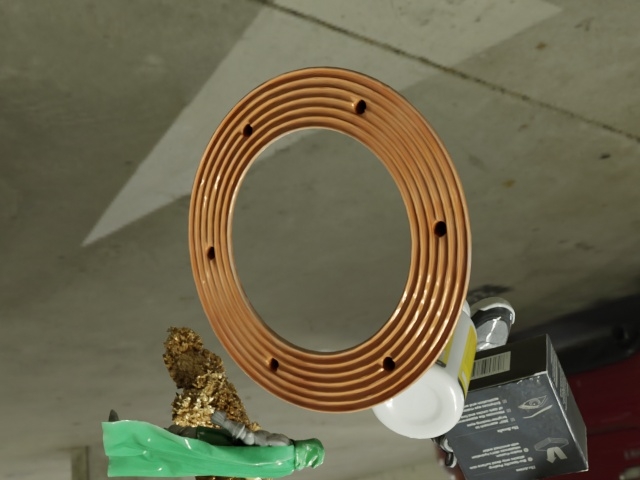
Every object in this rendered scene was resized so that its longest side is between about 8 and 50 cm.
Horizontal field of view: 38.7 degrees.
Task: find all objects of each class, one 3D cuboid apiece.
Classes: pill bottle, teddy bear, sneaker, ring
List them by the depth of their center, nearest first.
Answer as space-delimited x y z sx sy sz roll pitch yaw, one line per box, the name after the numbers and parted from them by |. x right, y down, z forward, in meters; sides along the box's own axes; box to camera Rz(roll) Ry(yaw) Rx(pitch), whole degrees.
0.000 0.000 0.892 0.337 0.336 0.032 -22 172 35 | ring
0.121 0.128 1.025 0.103 0.103 0.184 -17 -159 25 | pill bottle
-0.150 0.276 1.386 0.113 0.338 0.245 -22 124 -1 | teddy bear
0.247 0.230 1.435 0.101 0.153 0.268 18 112 -23 | sneaker

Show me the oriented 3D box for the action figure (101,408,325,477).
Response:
-0.111 0.222 0.979 0.232 0.063 0.137 6 148 -3 | action figure

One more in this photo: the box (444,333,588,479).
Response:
0.242 0.223 1.169 0.156 0.158 0.093 -18 -160 22 | box
